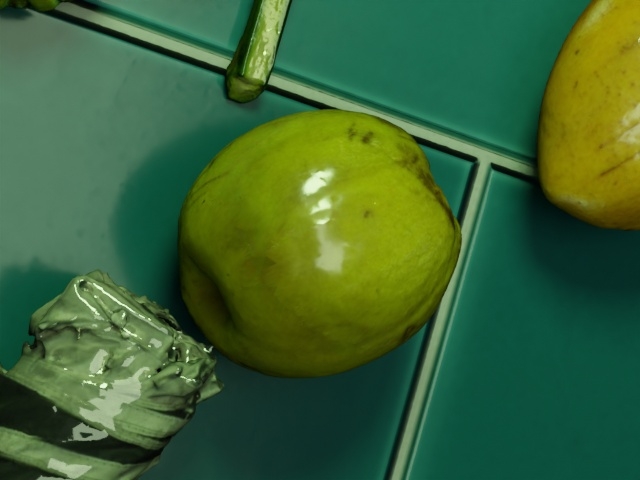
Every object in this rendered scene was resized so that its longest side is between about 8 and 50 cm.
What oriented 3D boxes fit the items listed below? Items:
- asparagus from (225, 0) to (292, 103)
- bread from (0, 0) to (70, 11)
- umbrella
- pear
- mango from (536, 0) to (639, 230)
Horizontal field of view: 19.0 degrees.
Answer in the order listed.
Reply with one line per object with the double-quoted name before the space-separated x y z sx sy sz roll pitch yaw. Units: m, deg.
"asparagus" -0.031 -0.133 1.123 0.025 0.021 0.108 20 84 -20
"bread" -0.164 -0.193 1.043 0.130 0.071 0.139 -38 105 -12
"umbrella" -0.201 0.170 1.037 0.113 0.106 0.357 41 84 -8
"pear" 0.000 0.000 1.074 0.162 0.149 0.148 -28 101 -14
"mango" 0.231 -0.105 1.177 0.252 0.126 0.154 -41 117 -9
